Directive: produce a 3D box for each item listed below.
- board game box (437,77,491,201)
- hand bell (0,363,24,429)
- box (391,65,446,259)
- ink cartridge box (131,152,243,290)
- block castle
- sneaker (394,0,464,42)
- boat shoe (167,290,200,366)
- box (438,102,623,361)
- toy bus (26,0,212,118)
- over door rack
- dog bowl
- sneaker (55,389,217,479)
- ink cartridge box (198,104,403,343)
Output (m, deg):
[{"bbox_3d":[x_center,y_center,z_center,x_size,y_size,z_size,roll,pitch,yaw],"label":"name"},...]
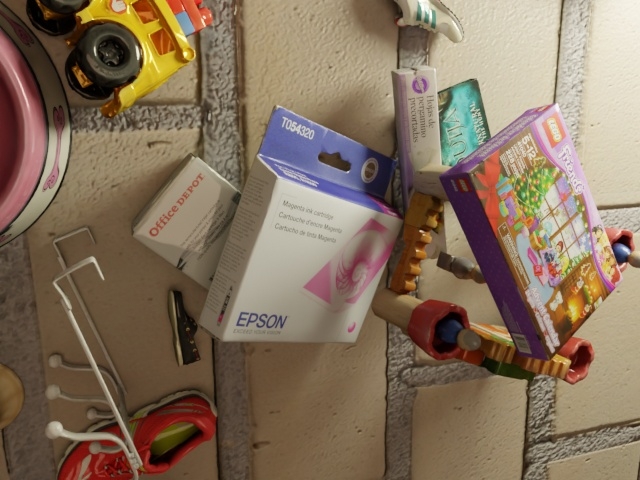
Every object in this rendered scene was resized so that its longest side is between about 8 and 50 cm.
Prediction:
[{"bbox_3d":[0.242,-0.177,1.065,0.126,0.026,0.186,-24,109,-12],"label":"board game box"},{"bbox_3d":[-0.488,0.268,0.812,0.126,0.242,0.126,-4,104,-18],"label":"hand bell"},{"bbox_3d":[0.169,-0.125,1.014,0.063,0.067,0.324,-9,110,-1],"label":"box"},{"bbox_3d":[-0.166,-0.015,0.934,0.208,0.087,0.153,41,88,-24],"label":"ink cartridge box"},{"bbox_3d":[0.331,0.071,0.997,0.453,0.213,0.303,17,93,-37],"label":"block castle"},{"bbox_3d":[0.163,-0.370,0.983,0.161,0.057,0.075,39,106,-24],"label":"sneaker"},{"bbox_3d":[-0.223,0.140,0.976,0.042,0.049,0.133,-13,109,-21],"label":"boat shoe"},{"bbox_3d":[0.301,-0.012,0.829,0.201,0.057,0.293,-37,108,-26],"label":"box"},{"bbox_3d":[-0.264,-0.308,0.810,0.211,0.149,0.220,-37,109,-21],"label":"toy bus"},{"bbox_3d":[-0.339,0.161,0.841,0.108,0.239,0.324,-12,107,-21],"label":"over door rack"},{"bbox_3d":[-0.534,-0.147,0.747,0.407,0.150,0.408,-5,104,-18],"label":"dog bowl"},{"bbox_3d":[-0.296,0.337,0.960,0.279,0.118,0.107,-29,110,-10],"label":"sneaker"},{"bbox_3d":[0.000,0.000,0.929,0.324,0.071,0.330,12,101,-50],"label":"ink cartridge box"}]
